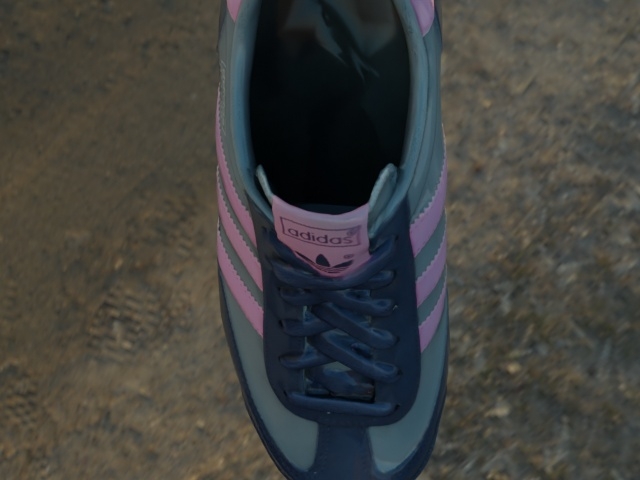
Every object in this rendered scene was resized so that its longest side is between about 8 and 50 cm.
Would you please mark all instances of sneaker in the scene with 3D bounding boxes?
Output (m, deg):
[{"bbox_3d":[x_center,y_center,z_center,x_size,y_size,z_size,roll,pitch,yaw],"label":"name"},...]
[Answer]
[{"bbox_3d":[0.000,0.000,0.676,0.112,0.319,0.131,-2,26,6],"label":"sneaker"}]
